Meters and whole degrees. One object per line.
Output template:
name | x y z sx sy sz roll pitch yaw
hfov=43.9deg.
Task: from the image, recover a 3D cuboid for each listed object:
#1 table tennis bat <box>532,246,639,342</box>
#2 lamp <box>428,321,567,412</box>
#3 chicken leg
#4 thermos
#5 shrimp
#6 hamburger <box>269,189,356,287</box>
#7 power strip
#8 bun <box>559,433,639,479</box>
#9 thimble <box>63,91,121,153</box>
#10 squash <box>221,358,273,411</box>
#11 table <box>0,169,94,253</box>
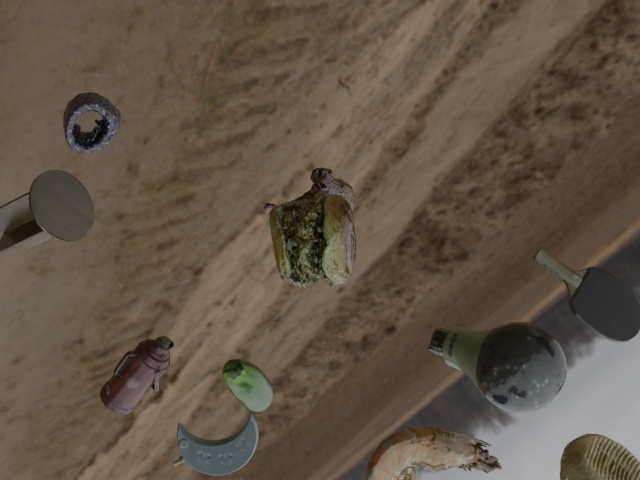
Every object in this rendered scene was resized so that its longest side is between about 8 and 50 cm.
table tennis bat | 0.520 0.098 1.548 0.138 0.246 0.022 -50 174 -32
lamp | 0.350 0.260 1.643 0.313 0.182 0.182 -6 -171 39
chicken leg | -0.017 -0.082 1.725 0.177 0.083 0.322 7 159 -33
thermos | -0.426 0.305 1.875 0.124 0.099 0.232 16 125 -40
shrimp | 0.160 0.329 1.122 0.236 0.133 0.053 8 179 -33
hamburger | 0.000 0.000 1.294 0.131 0.159 0.185 -12 -179 12
power strip | -0.291 0.566 2.195 0.253 0.168 0.054 -12 -177 0
bun | 0.344 0.296 0.973 0.115 0.115 0.069 -21 145 -49
thimble | -0.421 -0.214 1.445 0.104 0.066 0.095 -30 127 8
squash | -0.152 0.321 1.738 0.082 0.082 0.292 -36 157 -9
table | -0.652 -0.047 1.805 0.226 0.167 0.167 -19 177 33
